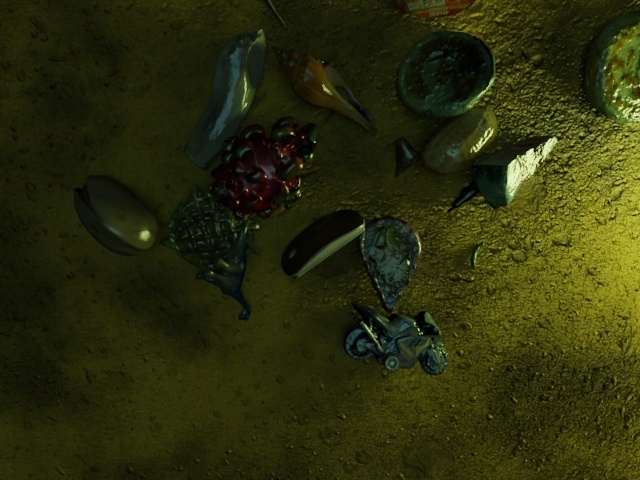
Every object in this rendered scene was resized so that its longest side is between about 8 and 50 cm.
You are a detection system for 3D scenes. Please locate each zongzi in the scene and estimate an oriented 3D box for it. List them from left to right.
[{"bbox_3d":[0.207,-0.220,1.071,0.083,0.040,0.076,-39,94,19],"label":"zongzi"}]

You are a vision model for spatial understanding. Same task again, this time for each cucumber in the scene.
[{"bbox_3d":[0.407,-0.134,1.103,0.163,0.043,0.039,-38,63,-1],"label":"cucumber"}]

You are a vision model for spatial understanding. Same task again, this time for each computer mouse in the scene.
[{"bbox_3d":[0.000,0.000,1.040,0.245,0.126,0.056,-35,123,1],"label":"computer mouse"}]

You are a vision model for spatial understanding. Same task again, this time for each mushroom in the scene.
[{"bbox_3d":[-0.224,-0.335,0.973,0.109,0.097,0.351,23,98,-9],"label":"mushroom"}]

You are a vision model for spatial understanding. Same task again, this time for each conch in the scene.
[{"bbox_3d":[0.013,-0.359,1.001,0.330,0.109,0.093,35,134,-30],"label":"conch"}]

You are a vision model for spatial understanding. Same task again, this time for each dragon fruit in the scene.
[{"bbox_3d":[-0.130,-0.176,0.957,0.218,0.198,0.273,36,109,11],"label":"dragon fruit"}]

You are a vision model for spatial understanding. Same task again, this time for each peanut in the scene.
[{"bbox_3d":[0.359,-0.253,1.034,0.224,0.129,0.129,-41,101,0],"label":"peanut"}]

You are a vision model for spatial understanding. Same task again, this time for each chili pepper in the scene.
[{"bbox_3d":[0.439,0.043,1.142,0.030,0.017,0.083,20,96,-10],"label":"chili pepper"}]

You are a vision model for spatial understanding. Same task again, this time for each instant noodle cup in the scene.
[{"bbox_3d":[0.276,-0.668,0.939,0.193,0.193,0.212,4,91,-7],"label":"instant noodle cup"}]

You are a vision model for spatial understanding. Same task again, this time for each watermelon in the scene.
[{"bbox_3d":[0.525,-0.195,1.067,0.241,0.094,0.154,-39,121,-15],"label":"watermelon"}]

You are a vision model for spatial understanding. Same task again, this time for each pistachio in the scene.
[{"bbox_3d":[-0.491,-0.059,0.968,0.238,0.153,0.138,42,82,16],"label":"pistachio"}]

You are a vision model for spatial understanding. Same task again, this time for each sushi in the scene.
[{"bbox_3d":[0.196,0.053,1.063,0.161,0.107,0.241,-23,84,1],"label":"sushi"}]

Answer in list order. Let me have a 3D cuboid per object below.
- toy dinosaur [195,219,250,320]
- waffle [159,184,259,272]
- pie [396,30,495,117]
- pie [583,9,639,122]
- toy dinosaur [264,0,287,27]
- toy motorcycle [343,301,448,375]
[{"bbox_3d":[-0.197,0.083,1.036,0.188,0.075,0.248,30,97,-34],"label":"toy dinosaur"},{"bbox_3d":[-0.276,-0.020,1.037,0.223,0.054,0.204,34,94,-10],"label":"waffle"},{"bbox_3d":[0.308,-0.414,1.011,0.240,0.054,0.241,-3,81,18],"label":"pie"},{"bbox_3d":[0.844,-0.461,1.082,0.302,0.067,0.303,-1,100,-7],"label":"pie"},{"bbox_3d":[-0.145,-0.595,0.972,0.126,0.039,0.162,1,104,4],"label":"toy dinosaur"},{"bbox_3d":[0.216,0.266,1.115,0.307,0.108,0.173,14,88,-7],"label":"toy motorcycle"}]
